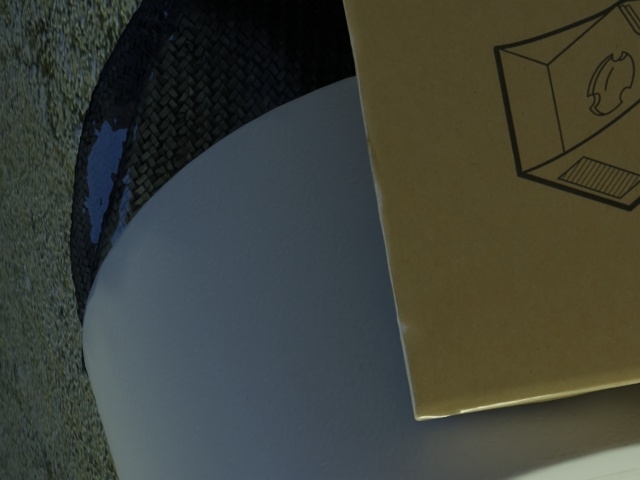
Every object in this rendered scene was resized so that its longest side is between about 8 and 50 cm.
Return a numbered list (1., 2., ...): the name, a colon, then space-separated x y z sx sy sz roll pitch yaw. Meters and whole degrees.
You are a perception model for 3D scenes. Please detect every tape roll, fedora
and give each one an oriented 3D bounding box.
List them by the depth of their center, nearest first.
1. tape roll: 0.051 0.075 0.701 0.246 0.246 0.169 104 151 -48
2. fedora: -0.037 -0.020 0.951 0.334 0.152 0.334 -172 90 -74

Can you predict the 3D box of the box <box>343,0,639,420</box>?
1. box: 0.111 -0.046 0.559 0.021 0.201 0.164 28 -128 -80
